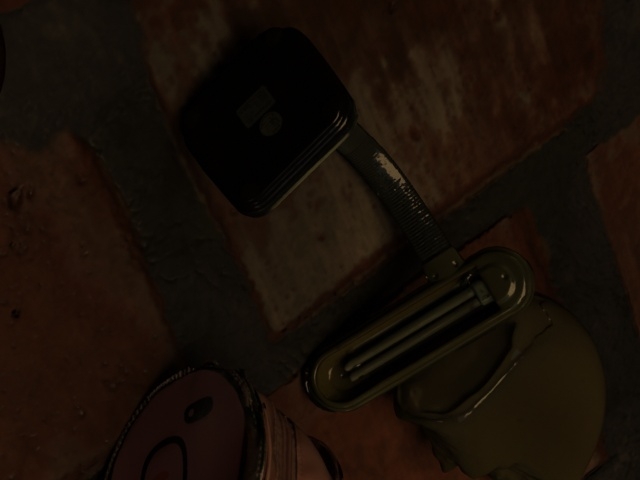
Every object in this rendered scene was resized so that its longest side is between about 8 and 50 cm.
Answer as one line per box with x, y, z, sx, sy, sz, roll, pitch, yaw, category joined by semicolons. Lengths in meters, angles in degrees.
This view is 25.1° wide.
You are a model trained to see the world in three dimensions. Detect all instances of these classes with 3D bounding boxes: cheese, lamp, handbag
0.167;0.140;1.226;0.175;0.091;0.202;-44;124;-13;cheese
-0.001;-0.003;1.075;0.203;0.124;0.283;-42;129;8;lamp
-0.071;0.203;1.028;0.116;0.179;0.205;33;42;-34;handbag

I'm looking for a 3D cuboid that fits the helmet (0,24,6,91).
-0.261;-0.105;0.854;0.175;0.106;0.155;-21;115;-23;helmet
